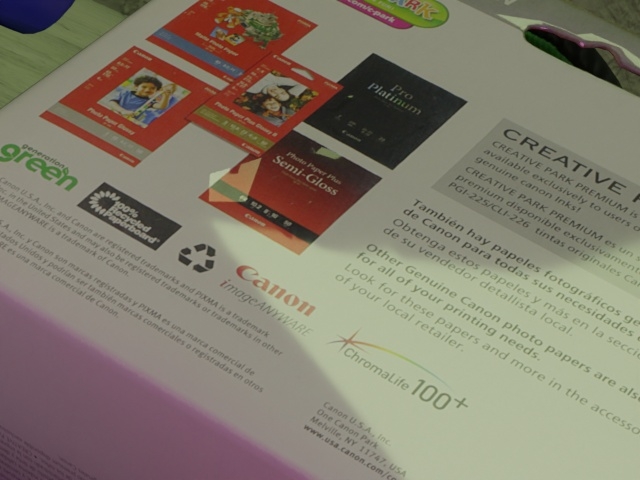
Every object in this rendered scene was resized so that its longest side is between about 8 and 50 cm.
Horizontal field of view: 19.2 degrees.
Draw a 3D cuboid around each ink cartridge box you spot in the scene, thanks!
[{"bbox_3d":[0.042,0.030,0.704,0.309,0.130,0.272,30,48,20],"label":"ink cartridge box"}]

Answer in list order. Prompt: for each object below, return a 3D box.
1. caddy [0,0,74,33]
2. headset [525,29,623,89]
[{"bbox_3d":[-0.265,-0.153,0.976,0.179,0.241,0.341,25,8,-34],"label":"caddy"},{"bbox_3d":[0.000,0.000,0.959,0.394,0.243,0.185,-6,2,-39],"label":"headset"}]
